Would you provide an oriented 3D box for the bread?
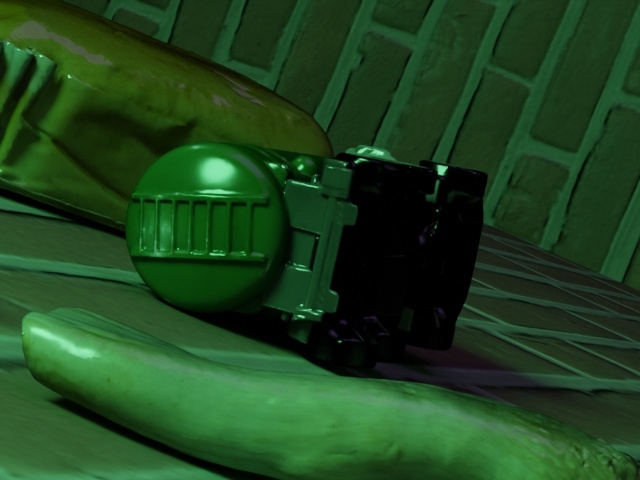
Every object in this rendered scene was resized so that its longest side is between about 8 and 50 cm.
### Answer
[{"bbox_3d":[-0.109,-0.062,1.128,0.241,0.107,0.136,19,9,-28],"label":"bread"}]

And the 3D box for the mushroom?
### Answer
[{"bbox_3d":[0.000,0.062,0.636,0.202,0.054,0.059,17,0,-3],"label":"mushroom"}]

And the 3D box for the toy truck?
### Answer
[{"bbox_3d":[0.000,0.000,1.000,0.125,0.101,0.242,12,4,20],"label":"toy truck"}]
